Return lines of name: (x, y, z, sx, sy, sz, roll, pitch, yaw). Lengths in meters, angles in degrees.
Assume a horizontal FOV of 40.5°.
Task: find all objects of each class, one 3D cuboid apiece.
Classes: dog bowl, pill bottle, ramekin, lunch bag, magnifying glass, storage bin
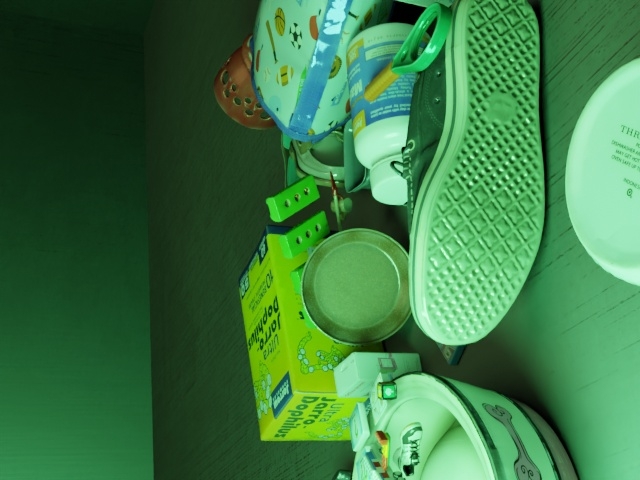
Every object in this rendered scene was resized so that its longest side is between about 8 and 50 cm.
dog bowl: (0.190, 0.380, 1.154, 0.408, 0.150, 0.408, -176, 90, -68)
pill bottle: (0.126, -0.204, 1.424, 0.152, 0.152, 0.272, 136, 135, -57)
ramekin: (0.362, -0.069, 0.867, 0.273, 0.127, 0.273, -175, 90, -68)
lunch bag: (0.005, -0.407, 1.631, 0.386, 0.238, 0.328, -93, 19, -54)
magnifying glass: (0.122, -0.263, 1.258, 0.231, 0.026, 0.092, 141, 145, -62)
storage bin: (0.097, -0.150, 1.559, 0.098, 0.091, 0.135, 148, 125, -62)

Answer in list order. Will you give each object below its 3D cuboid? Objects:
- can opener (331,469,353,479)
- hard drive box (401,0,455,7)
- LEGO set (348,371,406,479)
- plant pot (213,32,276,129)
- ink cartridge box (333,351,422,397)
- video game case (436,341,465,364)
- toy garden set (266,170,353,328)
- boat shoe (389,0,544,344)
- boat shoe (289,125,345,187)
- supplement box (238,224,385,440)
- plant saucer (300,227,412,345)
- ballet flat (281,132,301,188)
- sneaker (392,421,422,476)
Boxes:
can opener: (0.076, 0.409, 1.537, 0.186, 0.073, 0.059, -64, 21, 22)
hard drive box: (0.113, -0.466, 1.407, 0.181, 0.232, 0.089, -112, 35, -46)
LEGO set: (0.063, 0.283, 1.162, 0.244, 0.060, 0.183, 107, 157, -56)
plant pot: (-0.134, -0.385, 2.034, 0.174, 0.191, 0.191, -49, 42, 49)
ink cartridge box: (0.095, 0.224, 1.443, 0.088, 0.122, 0.052, 128, 141, -53)
video game case: (0.196, 0.098, 1.370, 0.166, 0.015, 0.119, -117, 38, -52)
toy garden set: (0.000, 0.000, 1.536, 0.049, 0.203, 0.244, 0, 114, 41)
boat shoe: (0.199, -0.102, 1.201, 0.156, 0.186, 0.501, 155, 124, -66)
boat shoe: (0.001, -0.191, 1.770, 0.302, 0.113, 0.103, -130, 44, -61)
supplement box: (-0.019, 0.173, 1.634, 0.194, 0.195, 0.357, 121, 146, -46)
plant saucer: (0.065, 0.077, 1.474, 0.036, 0.198, 0.199, -134, 50, -85)
ballet flat: (-0.052, -0.193, 1.960, 0.068, 0.072, 0.213, 65, -155, -73)
sneaker: (0.119, 0.270, 1.119, 0.037, 0.031, 0.083, -121, 32, -46)
